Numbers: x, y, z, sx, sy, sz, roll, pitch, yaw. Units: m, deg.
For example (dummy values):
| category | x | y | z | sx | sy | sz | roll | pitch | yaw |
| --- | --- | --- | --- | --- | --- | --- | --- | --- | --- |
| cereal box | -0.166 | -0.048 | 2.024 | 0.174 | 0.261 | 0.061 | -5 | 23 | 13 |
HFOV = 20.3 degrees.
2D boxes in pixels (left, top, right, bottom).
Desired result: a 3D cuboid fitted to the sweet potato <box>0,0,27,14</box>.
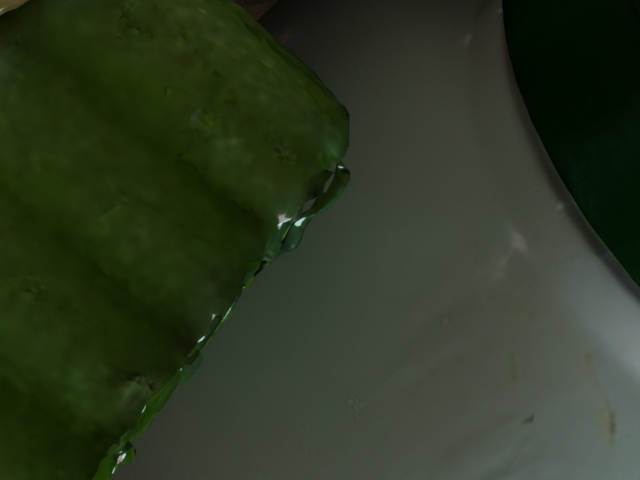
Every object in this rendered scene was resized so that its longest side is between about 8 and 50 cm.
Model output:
| category | x | y | z | sx | sy | sz | roll | pitch | yaw |
| --- | --- | --- | --- | --- | --- | --- | --- | --- | --- |
| sweet potato | -0.231 | -0.024 | 0.426 | 0.385 | 0.109 | 0.109 | -14 | 176 | -1 |

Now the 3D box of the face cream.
| category | x | y | z | sx | sy | sz | roll | pitch | yaw |
| --- | --- | --- | --- | --- | --- | --- | --- | --- | --- |
| face cream | 0.063 | 0.036 | 0.675 | 0.219 | 0.312 | 0.357 | -7 | 154 | -45 |

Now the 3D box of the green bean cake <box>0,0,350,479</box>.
| category | x | y | z | sx | sy | sz | roll | pitch | yaw |
| --- | --- | --- | --- | --- | --- | --- | --- | --- | --- |
| green bean cake | -0.094 | 0.008 | 0.522 | 0.200 | 0.113 | 0.214 | -55 | -168 | -8 |
